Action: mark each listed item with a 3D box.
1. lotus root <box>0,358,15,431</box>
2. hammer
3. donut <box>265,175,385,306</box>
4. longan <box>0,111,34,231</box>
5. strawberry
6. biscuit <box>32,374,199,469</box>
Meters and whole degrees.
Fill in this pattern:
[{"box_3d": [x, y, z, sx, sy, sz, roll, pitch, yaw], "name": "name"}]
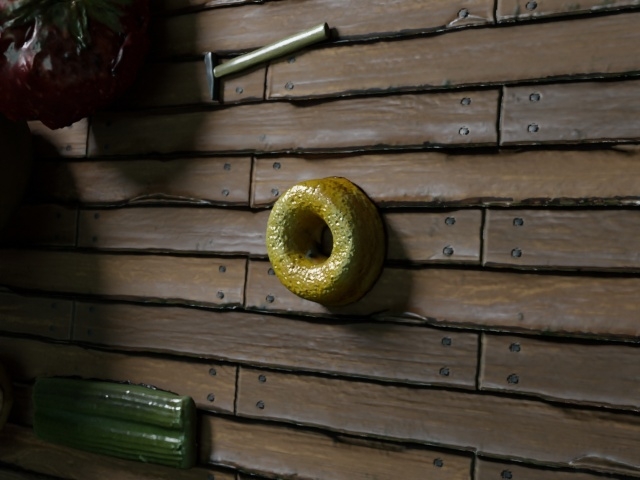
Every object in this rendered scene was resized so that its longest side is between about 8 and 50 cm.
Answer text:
[{"box_3d": [-0.551, 0.221, 1.800, 0.284, 0.146, 0.160, -2, 66, 44], "name": "lotus root"}, {"box_3d": [-0.065, -0.218, 1.505, 0.199, 0.013, 0.062, -13, 77, 40], "name": "hammer"}, {"box_3d": [0.000, 0.000, 1.396, 0.152, 0.058, 0.152, -3, 85, 39], "name": "donut"}, {"box_3d": [-0.569, -0.106, 1.705, 0.361, 0.361, 0.361, -5, 82, 41], "name": "longan"}, {"box_3d": [-0.349, -0.271, 1.640, 0.220, 0.274, 0.274, 128, 136, -72], "name": "strawberry"}, {"box_3d": [-0.274, 0.228, 1.625, 0.322, 0.038, 0.099, 2, 90, 41], "name": "biscuit"}]
